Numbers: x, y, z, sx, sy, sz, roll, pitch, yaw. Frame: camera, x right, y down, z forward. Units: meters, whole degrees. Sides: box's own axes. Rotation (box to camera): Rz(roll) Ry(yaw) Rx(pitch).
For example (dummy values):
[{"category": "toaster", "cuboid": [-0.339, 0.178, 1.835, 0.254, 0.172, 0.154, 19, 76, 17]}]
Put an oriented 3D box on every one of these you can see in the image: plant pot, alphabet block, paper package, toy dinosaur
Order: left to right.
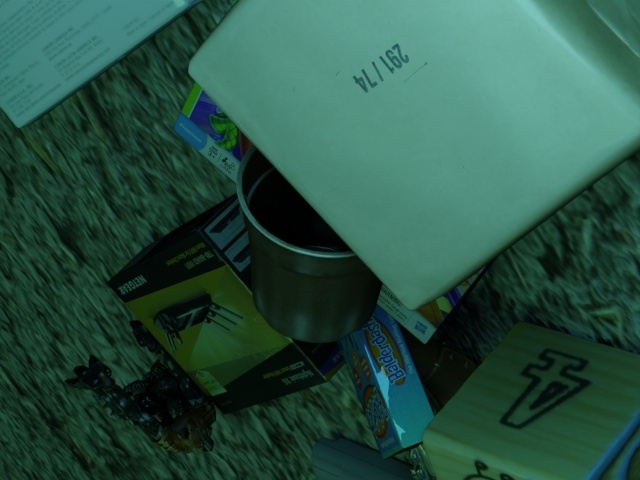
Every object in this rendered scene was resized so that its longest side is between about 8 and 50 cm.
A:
[{"category": "toy dinosaur", "cuboid": [-0.208, 0.216, 2.260, 0.218, 0.164, 0.322, 51, 154, -16]}, {"category": "plant pot", "cuboid": [0.000, 0.000, 1.540, 0.167, 0.167, 0.165, 33, 146, 19]}, {"category": "paper package", "cuboid": [0.103, -0.152, 1.329, 0.309, 0.168, 0.325, 48, 135, -1]}, {"category": "alphabet block", "cuboid": [0.253, 0.226, 1.665, 0.197, 0.193, 0.192, 14, 137, 42]}]

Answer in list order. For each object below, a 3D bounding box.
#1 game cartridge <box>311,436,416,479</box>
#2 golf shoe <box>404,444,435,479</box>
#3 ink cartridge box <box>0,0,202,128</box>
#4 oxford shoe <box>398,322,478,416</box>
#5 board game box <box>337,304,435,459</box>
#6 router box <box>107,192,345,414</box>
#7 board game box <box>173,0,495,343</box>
[{"category": "game cartridge", "cuboid": [0.105, 0.401, 2.211, 0.196, 0.060, 0.294, 14, 138, 36]}, {"category": "golf shoe", "cuboid": [0.130, 0.212, 1.949, 0.086, 0.069, 0.176, -7, 128, 30]}, {"category": "ink cartridge box", "cuboid": [-0.325, -0.342, 1.692, 0.308, 0.091, 0.385, -28, 104, 40]}, {"category": "oxford shoe", "cuboid": [0.132, 0.135, 1.831, 0.076, 0.076, 0.212, -27, 119, 12]}, {"category": "board game box", "cuboid": [0.060, 0.126, 1.754, 0.160, 0.047, 0.210, 114, 135, -76]}, {"category": "router box", "cuboid": [-0.114, 0.089, 2.059, 0.243, 0.081, 0.309, 49, 150, -8]}, {"category": "board game box", "cuboid": [0.038, -0.090, 1.608, 0.347, 0.078, 0.233, 40, 138, 7]}]
